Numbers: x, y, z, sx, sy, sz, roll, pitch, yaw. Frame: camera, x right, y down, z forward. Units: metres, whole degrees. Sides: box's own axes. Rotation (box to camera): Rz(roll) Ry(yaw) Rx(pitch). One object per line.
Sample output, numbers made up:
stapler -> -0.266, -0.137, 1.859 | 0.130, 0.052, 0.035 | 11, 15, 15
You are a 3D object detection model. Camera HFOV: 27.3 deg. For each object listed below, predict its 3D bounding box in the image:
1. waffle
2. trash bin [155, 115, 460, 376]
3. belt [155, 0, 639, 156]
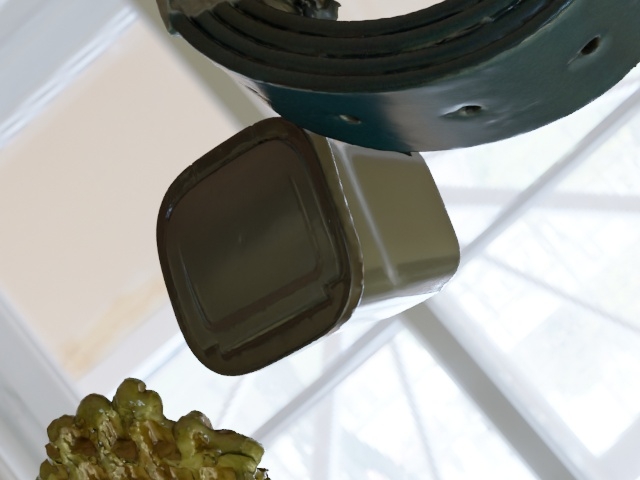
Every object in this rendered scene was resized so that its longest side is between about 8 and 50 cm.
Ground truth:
waffle -> -0.106, 0.229, 1.018 | 0.291, 0.291, 0.051 | -49, -177, 40
trash bin -> 0.000, 0.000, 1.315 | 0.219, 0.219, 0.250 | -27, 167, 34
belt -> 0.058, -0.234, 1.066 | 0.173, 0.436, 0.300 | 33, 70, -53
